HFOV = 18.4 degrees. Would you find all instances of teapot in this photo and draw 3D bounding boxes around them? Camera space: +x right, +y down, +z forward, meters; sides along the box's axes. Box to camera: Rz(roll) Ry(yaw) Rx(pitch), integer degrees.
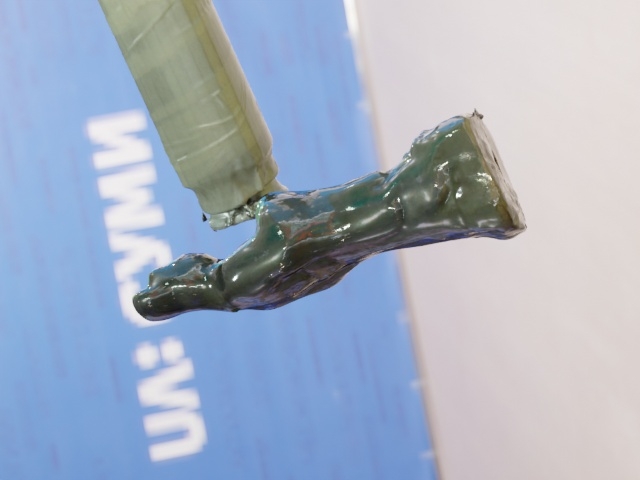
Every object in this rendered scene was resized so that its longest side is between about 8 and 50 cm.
[{"bbox_3d":[-0.091,-0.113,1.473,0.107,0.077,0.200,-80,-32,-70],"label":"teapot"}]

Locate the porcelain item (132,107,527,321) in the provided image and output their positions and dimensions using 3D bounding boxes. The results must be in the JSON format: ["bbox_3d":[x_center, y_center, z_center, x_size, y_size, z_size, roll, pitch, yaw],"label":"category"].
[{"bbox_3d":[0.000,0.000,1.068,0.081,0.216,0.069,13,-123,-75],"label":"porcelain item"}]
